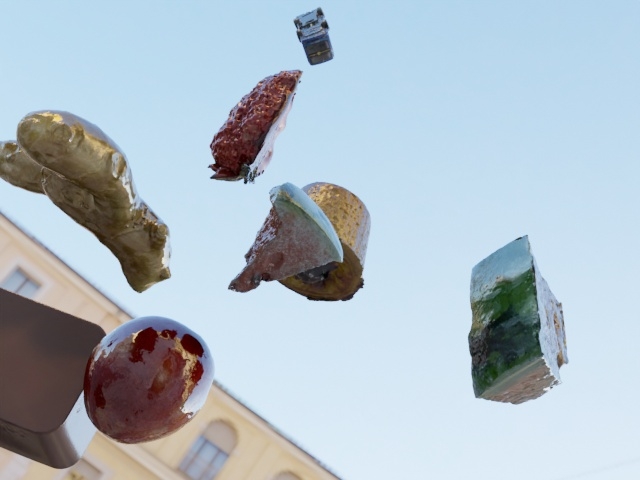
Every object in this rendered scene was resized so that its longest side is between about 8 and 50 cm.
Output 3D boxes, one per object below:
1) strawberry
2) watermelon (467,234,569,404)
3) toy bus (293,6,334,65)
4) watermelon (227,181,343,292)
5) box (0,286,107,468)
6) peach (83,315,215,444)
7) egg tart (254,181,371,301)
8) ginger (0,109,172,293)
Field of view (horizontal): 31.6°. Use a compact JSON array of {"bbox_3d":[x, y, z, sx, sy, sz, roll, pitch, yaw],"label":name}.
[{"bbox_3d":[-0.119,-0.210,1.989,0.098,0.174,0.228,28,-77,5],"label":"strawberry"},{"bbox_3d":[0.354,0.170,2.069,0.151,0.264,0.302,-11,-33,18],"label":"watermelon"},{"bbox_3d":[-0.009,-0.320,1.758,0.051,0.153,0.061,-20,-62,4],"label":"toy bus"},{"bbox_3d":[-0.040,0.004,1.461,0.121,0.098,0.158,20,-67,-21],"label":"watermelon"},{"bbox_3d":[-0.585,0.264,2.181,0.340,0.239,0.229,20,-30,10],"label":"box"},{"bbox_3d":[-0.299,0.238,1.894,0.199,0.243,0.243,55,-34,-3],"label":"peach"},{"bbox_3d":[0.000,0.000,2.054,0.215,0.170,0.215,18,-37,14],"label":"egg tart"},{"bbox_3d":[-0.331,-0.068,1.724,0.348,0.122,0.363,35,-26,-18],"label":"ginger"}]
